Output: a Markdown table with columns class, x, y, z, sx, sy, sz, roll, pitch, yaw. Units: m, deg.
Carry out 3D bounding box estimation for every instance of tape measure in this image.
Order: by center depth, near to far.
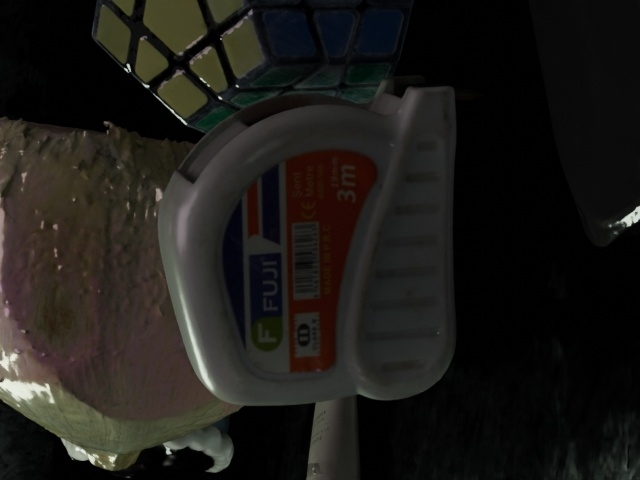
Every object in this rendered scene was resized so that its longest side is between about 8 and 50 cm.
| class | x | y | z | sx | sy | sz | roll | pitch | yaw |
| --- | --- | --- | --- | --- | --- | --- | --- | --- | --- |
| tape measure | 0.000 | 0.000 | 1.555 | 0.130 | 0.265 | 0.258 | -137 | 45 | -72 |

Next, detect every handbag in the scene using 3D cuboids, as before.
| class | x | y | z | sx | sy | sz | roll | pitch | yaw |
| --- | --- | --- | --- | --- | --- | --- | --- | --- | --- |
| handbag | 0.187 | -0.169 | 1.195 | 0.191 | 0.075 | 0.332 | 133 | 131 | -73 |

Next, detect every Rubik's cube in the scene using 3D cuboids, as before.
| class | x | y | z | sx | sy | sz | roll | pitch | yaw |
| --- | --- | --- | --- | --- | --- | --- | --- | --- | --- |
| Rubik's cube | -0.049 | -0.234 | 1.648 | 0.264 | 0.319 | 0.319 | 10 | 96 | 63 |

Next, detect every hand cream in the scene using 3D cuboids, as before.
| class | x | y | z | sx | sy | sz | roll | pitch | yaw |
| --- | --- | --- | --- | --- | --- | --- | --- | --- | --- |
| hand cream | 0.013 | 0.194 | 1.800 | 0.087 | 0.054 | 0.186 | 127 | 150 | -54 |

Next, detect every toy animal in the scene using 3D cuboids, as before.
| class | x | y | z | sx | sy | sz | roll | pitch | yaw |
| --- | --- | --- | --- | --- | --- | --- | --- | --- | --- |
| toy animal | -0.194 | 0.186 | 2.245 | 0.156 | 0.208 | 0.204 | -44 | 43 | 51 |

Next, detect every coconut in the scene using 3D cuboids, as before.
| class | x | y | z | sx | sy | sz | roll | pitch | yaw |
| --- | --- | --- | --- | --- | --- | --- | --- | --- | --- |
| coconut | -0.215 | 0.062 | 2.021 | 0.404 | 0.404 | 0.405 | -177 | 90 | -74 |
